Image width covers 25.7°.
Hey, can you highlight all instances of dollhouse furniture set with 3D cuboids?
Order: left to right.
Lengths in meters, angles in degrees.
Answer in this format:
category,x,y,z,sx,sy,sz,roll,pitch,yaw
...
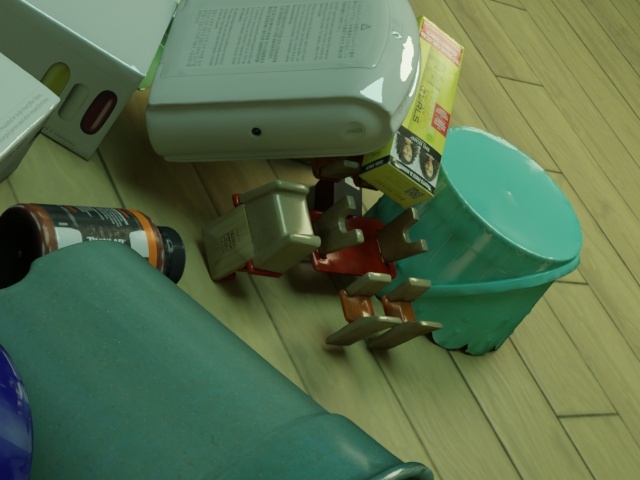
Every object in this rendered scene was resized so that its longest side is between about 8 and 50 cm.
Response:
category,x,y,z,sx,sy,sz,roll,pitch,yaw
dollhouse furniture set,0.000,0.000,1.703,0.259,0.135,0.262,9,61,-46

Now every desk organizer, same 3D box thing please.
category,x,y,z,sx,sy,sz,roll,pitch,yaw
desk organizer,0.023,-0.046,1.866,0.047,0.050,0.130,29,33,-19

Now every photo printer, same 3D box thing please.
category,x,y,z,sx,sy,sz,roll,pitch,yaw
photo printer,-0.034,-0.205,1.676,0.307,0.107,0.256,-2,43,11

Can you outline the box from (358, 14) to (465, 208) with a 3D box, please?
category,x,y,z,sx,sy,sz,roll,pitch,yaw
box,0.116,-0.161,1.746,0.087,0.058,0.232,34,54,-30

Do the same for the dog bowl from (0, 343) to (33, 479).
category,x,y,z,sx,sy,sz,roll,pitch,yaw
dog bowl,-0.346,0.152,1.014,0.265,0.265,0.104,60,4,29

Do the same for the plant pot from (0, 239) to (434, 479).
category,x,y,z,sx,sy,sz,roll,pitch,yaw
plant pot,-0.141,0.196,1.152,0.334,0.341,0.341,44,31,21

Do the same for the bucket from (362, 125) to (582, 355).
category,x,y,z,sx,sy,sz,roll,pitch,yaw
bucket,0.203,-0.005,1.879,0.281,0.183,0.281,26,35,-20

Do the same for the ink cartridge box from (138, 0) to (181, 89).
category,x,y,z,sx,sy,sz,roll,pitch,yaw
ink cartridge box,-0.228,-0.304,1.924,0.171,0.056,0.235,45,30,6

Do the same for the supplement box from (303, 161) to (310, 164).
category,x,y,z,sx,sy,sz,roll,pitch,yaw
supplement box,0.016,-0.212,1.886,0.130,0.239,0.073,17,41,-33

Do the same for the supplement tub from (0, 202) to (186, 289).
category,x,y,z,sx,sy,sz,roll,pitch,yaw
supplement tub,-0.236,0.016,1.461,0.198,0.106,0.106,2,48,-45

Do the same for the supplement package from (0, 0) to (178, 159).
category,x,y,z,sx,sy,sz,roll,pitch,yaw
supplement package,-0.331,-0.260,1.671,0.262,0.145,0.204,31,32,-14

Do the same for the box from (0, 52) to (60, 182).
category,x,y,z,sx,sy,sz,roll,pitch,yaw
box,-0.401,-0.127,1.454,0.182,0.119,0.181,37,32,-5
